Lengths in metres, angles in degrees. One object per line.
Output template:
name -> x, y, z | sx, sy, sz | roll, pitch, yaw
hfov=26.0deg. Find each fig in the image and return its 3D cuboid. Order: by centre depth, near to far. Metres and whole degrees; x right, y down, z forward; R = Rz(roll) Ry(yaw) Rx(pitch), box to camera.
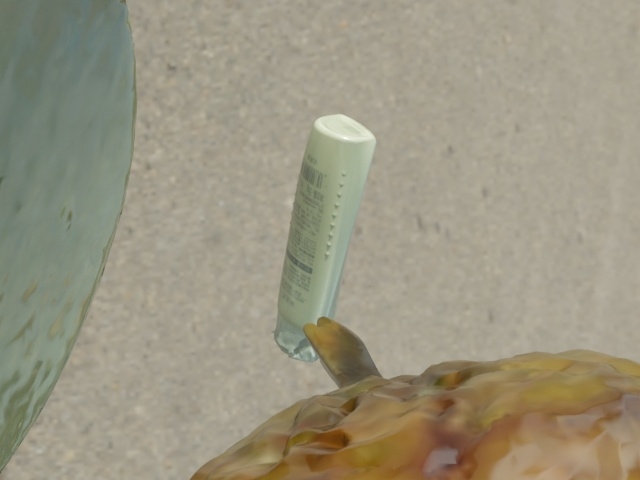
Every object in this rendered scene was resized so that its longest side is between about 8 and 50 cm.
fig -> 0.032, 0.128, 0.550 | 0.286, 0.286, 0.369 | 60, -1, -37

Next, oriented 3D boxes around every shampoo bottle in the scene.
shampoo bottle -> 0.000, 0.000, 1.180 | 0.049, 0.072, 0.212 | -9, 123, -35

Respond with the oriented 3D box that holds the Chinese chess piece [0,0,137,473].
Chinese chess piece -> -0.215, -0.001, 0.557 | 0.349, 0.146, 0.349 | -59, 163, -31
